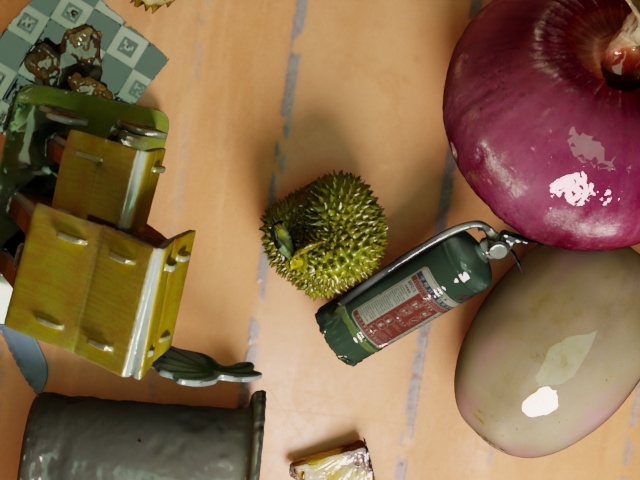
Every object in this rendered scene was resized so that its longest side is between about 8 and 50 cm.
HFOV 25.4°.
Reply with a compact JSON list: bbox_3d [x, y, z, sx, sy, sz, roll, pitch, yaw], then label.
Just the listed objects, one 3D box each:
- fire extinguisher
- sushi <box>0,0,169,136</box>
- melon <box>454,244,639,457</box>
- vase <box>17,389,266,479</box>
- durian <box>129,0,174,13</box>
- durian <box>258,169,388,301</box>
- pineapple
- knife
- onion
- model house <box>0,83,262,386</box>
[{"bbox_3d":[0.135,0.053,1.782,0.294,0.093,0.118,-32,119,22],"label":"fire extinguisher"},{"bbox_3d":[-0.318,-0.202,1.758,0.193,0.040,0.210,40,90,-12],"label":"sushi"},{"bbox_3d":[0.307,0.131,1.815,0.223,0.223,0.317,39,83,-12],"label":"melon"},{"bbox_3d":[-0.220,0.284,1.757,0.291,0.245,0.245,9,96,-5],"label":"vase"},{"bbox_3d":[-0.200,-0.399,1.702,0.138,0.183,0.249,22,80,11],"label":"durian"},{"bbox_3d":[0.013,-0.004,1.762,0.159,0.198,0.146,-35,106,-9],"label":"durian"},{"bbox_3d":[0.029,0.311,1.873,0.137,0.069,0.116,27,93,-10],"label":"pineapple"},{"bbox_3d":[-0.409,0.053,1.791,0.044,0.019,0.313,-21,101,2],"label":"knife"},{"bbox_3d":[0.342,-0.162,1.719,0.358,0.345,0.358,5,82,-33],"label":"onion"},{"bbox_3d":[-0.193,0.015,1.664,0.340,0.323,0.300,10,100,-28],"label":"model house"}]
